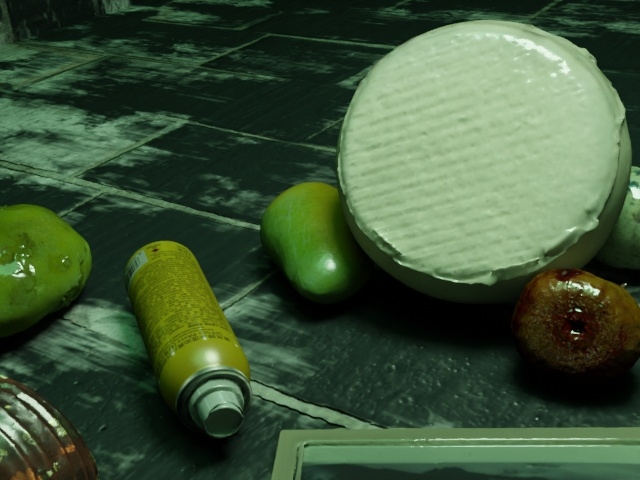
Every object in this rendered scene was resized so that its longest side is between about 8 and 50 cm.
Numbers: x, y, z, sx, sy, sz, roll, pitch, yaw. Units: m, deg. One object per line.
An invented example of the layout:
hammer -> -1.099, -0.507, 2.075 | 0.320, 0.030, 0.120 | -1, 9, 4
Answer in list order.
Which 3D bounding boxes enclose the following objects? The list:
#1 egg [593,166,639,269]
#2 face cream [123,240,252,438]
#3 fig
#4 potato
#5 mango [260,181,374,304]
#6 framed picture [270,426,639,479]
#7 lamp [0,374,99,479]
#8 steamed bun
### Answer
egg -> 0.416, -0.033, 1.218 | 0.141, 0.141, 0.182 | -20, 22, -27
face cream -> -0.158, 0.117, 1.058 | 0.105, 0.104, 0.348 | -13, 28, -16
fig -> 0.306, 0.092, 1.043 | 0.146, 0.133, 0.201 | 35, 18, 12
potato -> -0.416, 0.035, 1.208 | 0.186, 0.148, 0.253 | -6, 28, 1
mango -> 0.000, 0.000, 1.246 | 0.157, 0.114, 0.251 | 0, 25, -16
framed picture -> 0.160, 0.276, 0.786 | 0.447, 0.028, 0.326 | -2, 27, 6
lamp -> -0.302, 0.229, 0.733 | 0.247, 0.246, 0.247 | -4, 28, 2
steamed bun -> 0.210, -0.096, 1.162 | 0.375, 0.374, 0.241 | 4, -8, 16
